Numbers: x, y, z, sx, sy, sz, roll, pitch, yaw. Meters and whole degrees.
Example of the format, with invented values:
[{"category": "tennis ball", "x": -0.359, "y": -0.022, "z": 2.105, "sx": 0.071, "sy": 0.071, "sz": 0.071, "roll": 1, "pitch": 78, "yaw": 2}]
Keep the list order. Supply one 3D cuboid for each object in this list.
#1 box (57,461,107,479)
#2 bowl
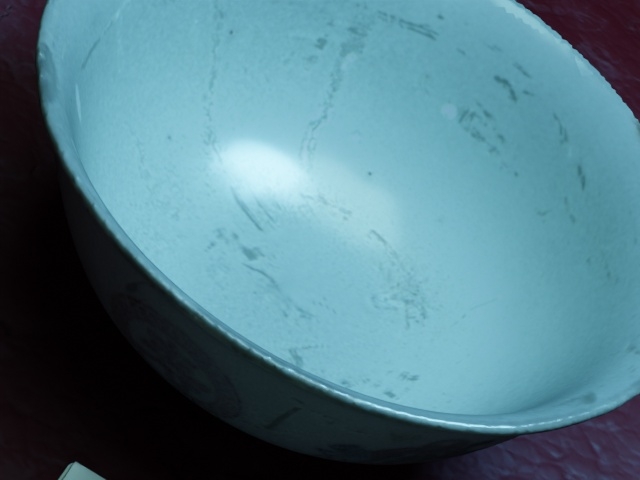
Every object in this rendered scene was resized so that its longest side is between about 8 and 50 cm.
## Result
[{"category": "box", "x": -0.084, "y": 0.240, "z": 1.007, "sx": 0.212, "sy": 0.168, "sz": 0.095, "roll": 31, "pitch": 37, "yaw": 0}, {"category": "bowl", "x": 0.000, "y": 0.000, "z": 1.271, "sx": 0.435, "sy": 0.196, "sz": 0.435, "roll": 17, "pitch": 43, "yaw": -17}]
